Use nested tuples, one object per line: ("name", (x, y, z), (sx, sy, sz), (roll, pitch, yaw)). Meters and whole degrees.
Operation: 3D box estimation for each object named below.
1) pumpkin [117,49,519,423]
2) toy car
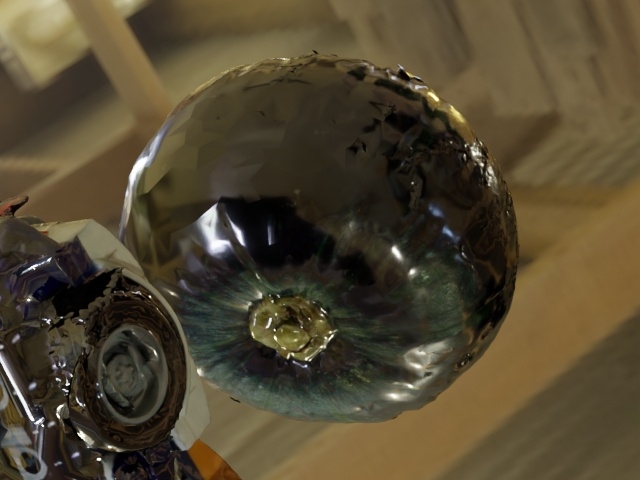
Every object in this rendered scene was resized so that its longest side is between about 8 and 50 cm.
("pumpkin", (0.000, 0.000, 1.133), (0.233, 0.233, 0.163), (-16, -150, 31))
("toy car", (-0.107, 0.106, 0.904), (0.193, 0.301, 0.118), (-9, -153, 40))
